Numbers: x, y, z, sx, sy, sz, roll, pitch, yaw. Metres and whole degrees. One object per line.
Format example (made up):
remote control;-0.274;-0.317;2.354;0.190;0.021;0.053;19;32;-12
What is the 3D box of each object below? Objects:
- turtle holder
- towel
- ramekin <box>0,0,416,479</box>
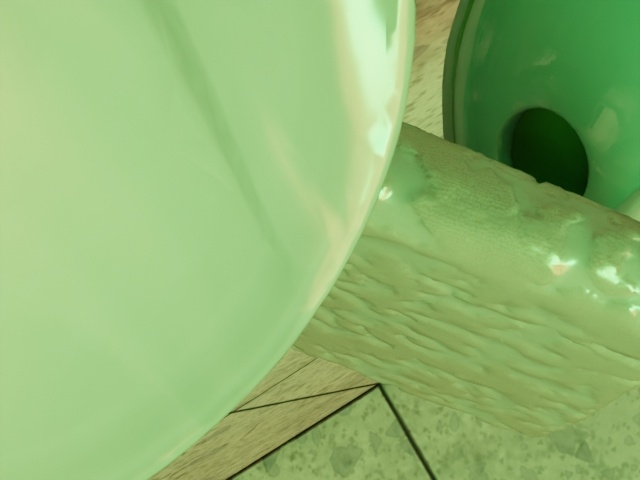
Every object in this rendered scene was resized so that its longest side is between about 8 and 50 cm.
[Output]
turtle holder;0.210;-0.057;0.986;0.227;0.320;0.243;-53;177;-1
towel;0.000;0.000;0.916;0.317;0.331;0.053;112;-2;-75
ramekin;-0.112;-0.044;0.559;0.273;0.127;0.273;-24;134;-28
